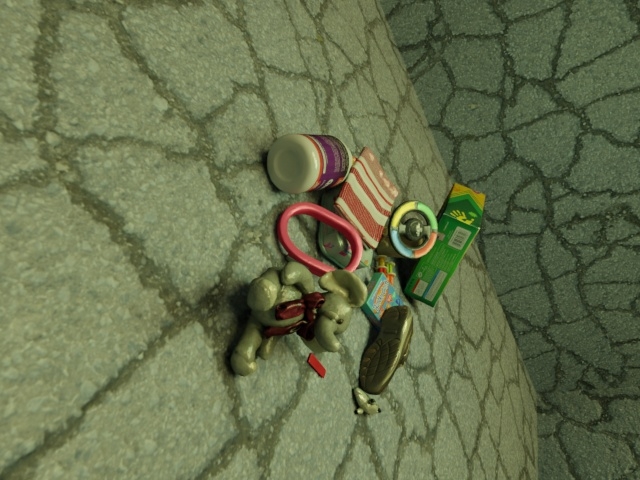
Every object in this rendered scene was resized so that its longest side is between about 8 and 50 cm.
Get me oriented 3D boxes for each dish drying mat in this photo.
[{"bbox_3d":[-0.010,0.367,1.222,0.083,0.008,0.032,53,35,-25],"label":"dish drying mat"}]

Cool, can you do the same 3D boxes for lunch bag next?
[{"bbox_3d":[0.087,-0.047,1.491,0.224,0.108,0.279,34,47,-40],"label":"lunch bag"}]

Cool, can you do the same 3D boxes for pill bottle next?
[{"bbox_3d":[-0.018,-0.256,1.368,0.323,0.181,0.181,-21,92,-58],"label":"pill bottle"}]

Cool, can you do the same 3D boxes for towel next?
[{"bbox_3d":[0.174,-0.155,1.496,0.237,0.037,0.329,49,48,-26],"label":"towel"}]

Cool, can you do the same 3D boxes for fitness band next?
[{"bbox_3d":[0.000,0.000,1.291,0.291,0.054,0.209,28,60,-14],"label":"fitness band"}]

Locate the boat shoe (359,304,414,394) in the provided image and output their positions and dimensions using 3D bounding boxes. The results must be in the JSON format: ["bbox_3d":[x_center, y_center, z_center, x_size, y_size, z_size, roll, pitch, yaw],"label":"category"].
[{"bbox_3d":[0.257,0.393,1.465,0.130,0.132,0.355,56,51,-29],"label":"boat shoe"}]

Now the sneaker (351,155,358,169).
[{"bbox_3d":[0.087,-0.309,1.638,0.208,0.094,0.081,-17,88,-58],"label":"sneaker"}]

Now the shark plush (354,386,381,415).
[{"bbox_3d":[0.166,0.529,1.368,0.161,0.073,0.067,31,18,-39],"label":"shark plush"}]

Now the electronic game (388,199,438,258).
[{"bbox_3d":[0.362,-0.042,1.621,0.229,0.048,0.229,-1,92,-24],"label":"electronic game"}]

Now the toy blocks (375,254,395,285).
[{"bbox_3d":[0.268,0.150,1.715,0.123,0.054,0.148,38,46,-44],"label":"toy blocks"}]

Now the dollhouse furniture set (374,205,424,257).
[{"bbox_3d":[0.315,-0.118,1.705,0.303,0.174,0.355,-40,126,-49],"label":"dollhouse furniture set"}]

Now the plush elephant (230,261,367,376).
[{"bbox_3d":[-0.036,0.182,1.019,0.255,0.271,0.330,20,23,2],"label":"plush elephant"}]

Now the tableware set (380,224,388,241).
[{"bbox_3d":[0.246,-0.080,1.812,0.194,0.039,0.128,40,43,-40],"label":"tableware set"}]

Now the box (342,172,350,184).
[{"bbox_3d":[0.167,-0.211,1.669,0.184,0.045,0.190,-57,141,-30],"label":"box"}]

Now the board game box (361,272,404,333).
[{"bbox_3d":[0.241,0.251,1.595,0.210,0.047,0.160,54,50,-25],"label":"board game box"}]

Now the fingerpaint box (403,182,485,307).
[{"bbox_3d":[0.558,0.013,1.889,0.163,0.444,0.371,25,35,11],"label":"fingerpaint box"}]
